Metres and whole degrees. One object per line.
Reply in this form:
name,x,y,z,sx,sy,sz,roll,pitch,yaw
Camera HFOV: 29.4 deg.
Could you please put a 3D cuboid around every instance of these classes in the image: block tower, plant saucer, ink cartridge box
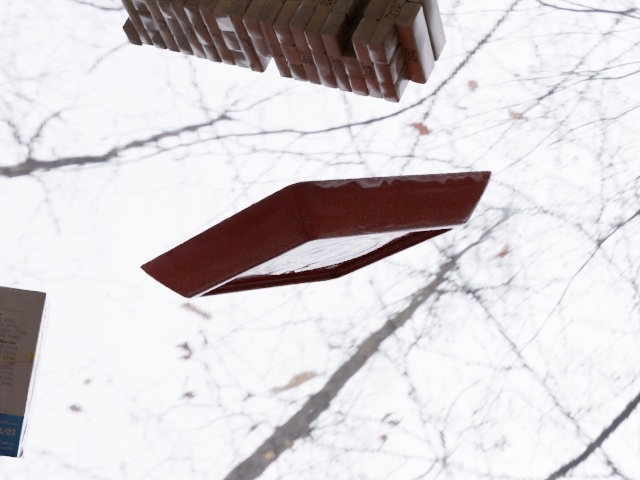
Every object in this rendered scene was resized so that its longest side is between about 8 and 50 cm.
block tower,-0.050,-0.229,1.230,0.335,0.097,0.091,14,-118,23
plant saucer,0.000,0.000,1.174,0.258,0.259,0.048,-25,-104,47
ink cartridge box,-0.279,0.099,1.083,0.061,0.104,0.181,9,-101,-9
